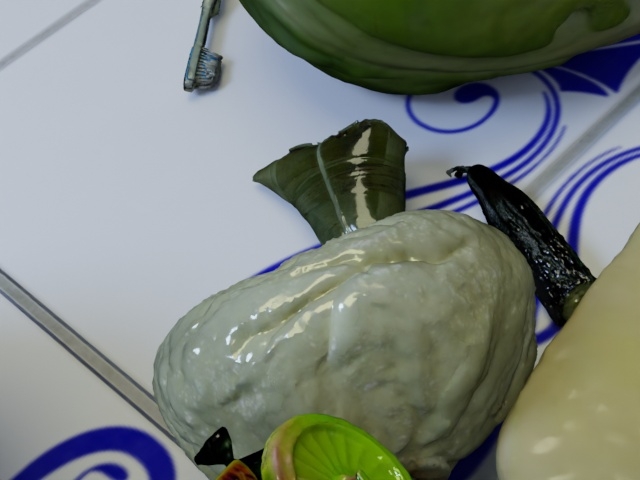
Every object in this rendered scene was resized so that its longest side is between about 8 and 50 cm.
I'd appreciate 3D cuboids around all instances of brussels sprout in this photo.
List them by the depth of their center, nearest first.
[{"bbox_3d":[0.081,-0.253,0.853,0.371,0.276,0.315,27,59,13],"label":"brussels sprout"}]

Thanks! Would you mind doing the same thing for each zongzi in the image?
[{"bbox_3d":[0.000,0.000,0.812,0.130,0.062,0.154,-16,58,30],"label":"zongzi"}]

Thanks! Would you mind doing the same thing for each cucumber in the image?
[{"bbox_3d":[0.135,-0.009,0.780,0.039,0.043,0.163,6,38,-32],"label":"cucumber"}]

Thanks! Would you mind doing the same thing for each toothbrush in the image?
[{"bbox_3d":[-0.089,-0.233,1.055,0.028,0.026,0.294,8,48,-2],"label":"toothbrush"}]

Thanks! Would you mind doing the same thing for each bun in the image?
[{"bbox_3d":[0.025,0.077,0.622,0.220,0.220,0.134,-22,70,-6],"label":"bun"}]

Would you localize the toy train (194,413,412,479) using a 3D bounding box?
[{"bbox_3d":[0.048,0.198,0.475,0.296,0.100,0.160,38,28,5],"label":"toy train"}]

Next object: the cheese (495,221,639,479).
[{"bbox_3d":[0.296,0.039,0.639,0.384,0.104,0.384,-8,46,8],"label":"cheese"}]
